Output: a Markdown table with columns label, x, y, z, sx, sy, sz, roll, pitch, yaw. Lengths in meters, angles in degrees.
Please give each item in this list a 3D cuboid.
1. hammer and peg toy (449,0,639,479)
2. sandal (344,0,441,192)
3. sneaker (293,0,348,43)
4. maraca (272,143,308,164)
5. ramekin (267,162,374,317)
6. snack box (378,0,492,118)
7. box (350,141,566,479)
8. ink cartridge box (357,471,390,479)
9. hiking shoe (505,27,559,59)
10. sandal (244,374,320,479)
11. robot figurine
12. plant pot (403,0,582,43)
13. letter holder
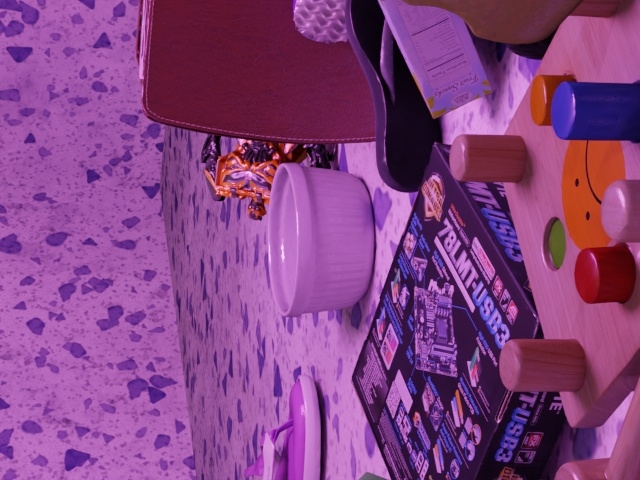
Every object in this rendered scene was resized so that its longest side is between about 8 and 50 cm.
| label | x | y | z | sx | sy | sz | roll | pitch | yaw |
| --- | --- | --- | --- | --- | --- | --- | --- | --- | --- |
| hammer and peg toy | 0.204 | 0.001 | 0.842 | 0.266 | 0.127 | 0.361 | 110 | 156 | -52 |
| sandal | 0.093 | -0.181 | 1.410 | 0.054 | 0.097 | 0.255 | -25 | 76 | 63 |
| sneaker | 0.053 | -0.370 | 1.488 | 0.146 | 0.102 | 0.293 | -100 | 33 | -62 |
| maraca | -0.046 | -0.192 | 1.973 | 0.127 | 0.099 | 0.186 | 21 | 94 | 50 |
| ramekin | 0.000 | 0.000 | 1.749 | 0.207 | 0.109 | 0.207 | 180 | 90 | -77 |
| snack box | 0.085 | -0.249 | 1.252 | 0.174 | 0.070 | 0.207 | -103 | -14 | -53 |
| box | 0.130 | 0.107 | 1.200 | 0.295 | 0.073 | 0.293 | -113 | 36 | -54 |
| ink cartridge box | 0.106 | 0.305 | 1.083 | 0.087 | 0.208 | 0.153 | -30 | -50 | -56 |
| hiking shoe | 0.202 | -0.236 | 0.983 | 0.227 | 0.086 | 0.114 | 116 | 165 | -50 |
| sandal | -0.070 | 0.392 | 2.069 | 0.169 | 0.102 | 0.416 | -107 | 21 | -50 |
| robot figurine | -0.076 | -0.173 | 1.880 | 0.085 | 0.211 | 0.291 | 6 | -86 | -69 |
| plant pot | 0.121 | -0.259 | 0.710 | 0.254 | 0.276 | 0.276 | -55 | 32 | 34 |
| letter holder | -0.070 | -0.218 | 1.587 | 0.152 | 0.301 | 0.214 | 167 | 106 | -76 |
